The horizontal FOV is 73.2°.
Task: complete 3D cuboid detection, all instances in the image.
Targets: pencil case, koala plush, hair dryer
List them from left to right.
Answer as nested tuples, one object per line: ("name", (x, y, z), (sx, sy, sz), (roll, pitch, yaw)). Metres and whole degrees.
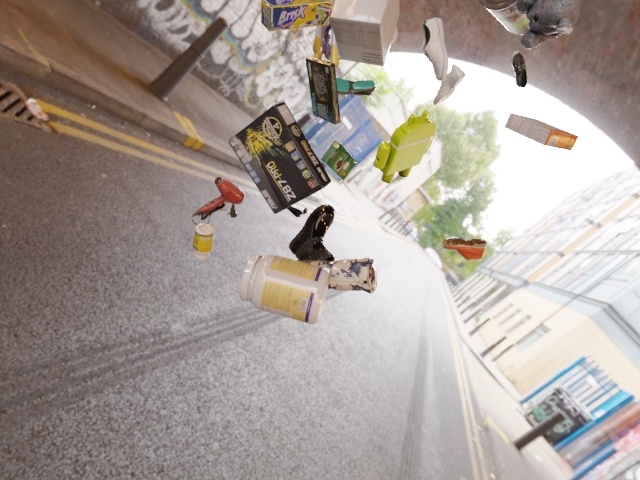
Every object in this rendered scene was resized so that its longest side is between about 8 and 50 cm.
("hair dryer", (-0.433, -0.163, 1.868), (0.223, 0.294, 0.080), (-20, 61, -33))
("pencil case", (0.046, 0.162, 1.946), (0.183, 0.410, 0.160), (-1, 88, -76))
("koala plush", (0.814, -0.796, 1.497), (0.221, 0.203, 0.196), (-52, 129, -67))

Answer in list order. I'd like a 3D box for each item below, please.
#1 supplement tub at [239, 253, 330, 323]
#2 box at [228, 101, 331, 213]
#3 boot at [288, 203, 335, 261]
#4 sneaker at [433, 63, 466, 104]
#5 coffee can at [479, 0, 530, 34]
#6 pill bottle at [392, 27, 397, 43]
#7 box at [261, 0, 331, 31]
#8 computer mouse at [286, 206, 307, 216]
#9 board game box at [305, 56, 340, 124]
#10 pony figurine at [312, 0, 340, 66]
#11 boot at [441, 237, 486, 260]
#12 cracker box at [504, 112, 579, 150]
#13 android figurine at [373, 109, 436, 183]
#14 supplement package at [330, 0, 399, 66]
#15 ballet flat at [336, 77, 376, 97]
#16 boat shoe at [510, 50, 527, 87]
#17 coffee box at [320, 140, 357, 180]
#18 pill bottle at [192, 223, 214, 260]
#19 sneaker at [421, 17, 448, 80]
("supplement tub", (-0.143, 0.193, 1.786), (0.331, 0.241, 0.241), (15, 9, 5))
("box", (-0.180, -0.350, 1.885), (0.395, 0.318, 0.097), (59, 39, -11))
("boot", (0.002, 0.002, 2.226), (0.131, 0.348, 0.260), (29, 12, -38))
("sneaker", (0.599, -0.746, 2.062), (0.080, 0.212, 0.094), (-26, 74, -37))
("coffee can", (0.785, -0.980, 1.732), (0.275, 0.202, 0.202), (1, 44, -46))
("pill bottle", (0.185, -0.729, 1.529), (0.169, 0.094, 0.094), (20, -12, 43))
("box", (-0.060, -0.560, 1.058), (0.054, 0.168, 0.059), (54, -29, 32))
("computer mouse", (-0.142, -0.196, 2.144), (0.184, 0.060, 0.262), (33, -27, -1))
("board game box", (0.009, -0.472, 1.360), (0.126, 0.026, 0.186), (38, -32, 42))
("pony figurine", (0.042, -0.897, 1.697), (0.302, 0.364, 0.351), (5, 28, 2))
("boot", (0.522, 0.036, 1.585), (0.059, 0.157, 0.085), (-64, 156, -57))
("cracker box", (0.875, -0.435, 1.720), (0.155, 0.067, 0.232), (3, 30, -24))
("android figurine", (0.294, -0.317, 1.467), (0.056, 0.248, 0.273), (52, -30, 28))
("supplement package", (0.136, -0.661, 1.261), (0.149, 0.194, 0.203), (15, -8, 13))
("ballet flat", (0.163, -0.828, 2.370), (0.096, 0.280, 0.095), (95, -1, -71))
("boat shoe", (0.765, -0.652, 1.647), (0.040, 0.049, 0.142), (-95, 161, -56))
("coffee box", (0.087, -0.366, 1.984), (0.040, 0.113, 0.184), (38, 4, 36))
("pill bottle", (-0.397, 0.007, 1.456), (0.065, 0.116, 0.065), (12, 29, -7))
("sneaker", (0.482, -0.814, 1.852), (0.094, 0.091, 0.258), (-154, -129, -75))
